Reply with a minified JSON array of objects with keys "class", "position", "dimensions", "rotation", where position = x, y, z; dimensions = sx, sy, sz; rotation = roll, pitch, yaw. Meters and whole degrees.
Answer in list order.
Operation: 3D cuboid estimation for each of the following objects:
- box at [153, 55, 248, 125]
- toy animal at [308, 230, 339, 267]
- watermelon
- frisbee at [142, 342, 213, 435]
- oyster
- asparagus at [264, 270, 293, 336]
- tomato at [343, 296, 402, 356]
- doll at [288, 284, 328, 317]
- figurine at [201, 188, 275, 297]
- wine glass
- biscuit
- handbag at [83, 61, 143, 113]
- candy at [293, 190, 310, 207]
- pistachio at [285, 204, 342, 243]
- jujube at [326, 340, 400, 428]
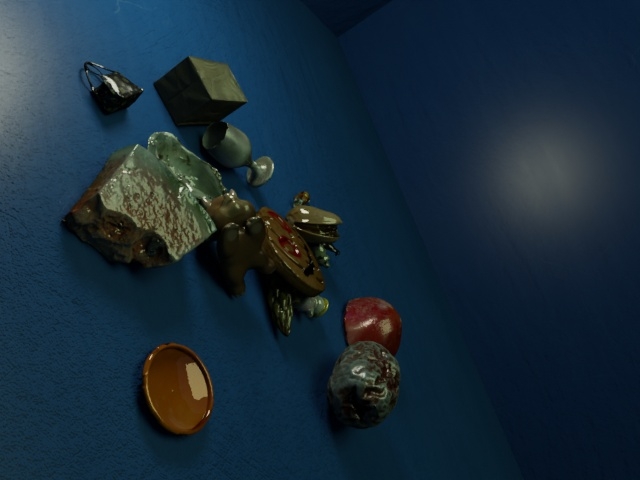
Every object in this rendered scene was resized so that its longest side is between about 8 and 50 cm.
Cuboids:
[{"class":"box","position":[-0.361,-0.451,1.662],"dimensions":[0.155,0.149,0.231],"rotation":[62,23,0]},{"class":"toy animal","position":[0.000,0.000,2.016],"dimensions":[0.121,0.094,0.225],"rotation":[17,60,-46]},{"class":"watermelon","position":[-0.376,-0.069,1.203],"dimensions":[0.264,0.151,0.302],"rotation":[52,25,-26]},{"class":"frisbee","position":[-0.296,0.306,1.110],"dimensions":[0.192,0.035,0.192],"rotation":[46,28,-33]},{"class":"oyster","position":[-0.355,-0.181,1.456],"dimensions":[0.252,0.087,0.199],"rotation":[9,66,-54]},{"class":"asparagus","position":[-0.124,0.153,1.602],"dimensions":[0.080,0.080,0.287],"rotation":[34,37,-50]},{"class":"tomato","position":[0.217,0.332,2.010],"dimensions":[0.309,0.170,0.309],"rotation":[48,25,-31]},{"class":"doll","position":[-0.039,0.194,1.730],"dimensions":[0.207,0.081,0.129],"rotation":[37,28,-51]},{"class":"figurine","position":[-0.237,-0.011,1.436],"dimensions":[0.173,0.177,0.247],"rotation":[35,-25,42]},{"class":"wine glass","position":[-0.260,-0.274,1.721],"dimensions":[0.241,0.126,0.126],"rotation":[36,34,-51]},{"class":"biscuit","position":[-0.106,0.017,1.685],"dimensions":[0.314,0.063,0.367],"rotation":[43,13,-35]},{"class":"handbag","position":[-0.533,-0.392,1.351],"dimensions":[0.139,0.072,0.115],"rotation":[45,28,-9]},{"class":"candy","position":[-0.068,-0.163,2.106],"dimensions":[0.053,0.046,0.182],"rotation":[62,20,-7]},{"class":"pistachio","position":[-0.024,-0.056,1.924],"dimensions":[0.206,0.130,0.131],"rotation":[10,18,-13]},{"class":"jujube","position":[0.134,0.441,1.655],"dimensions":[0.226,0.226,0.317],"rotation":[60,15,-6]}]
